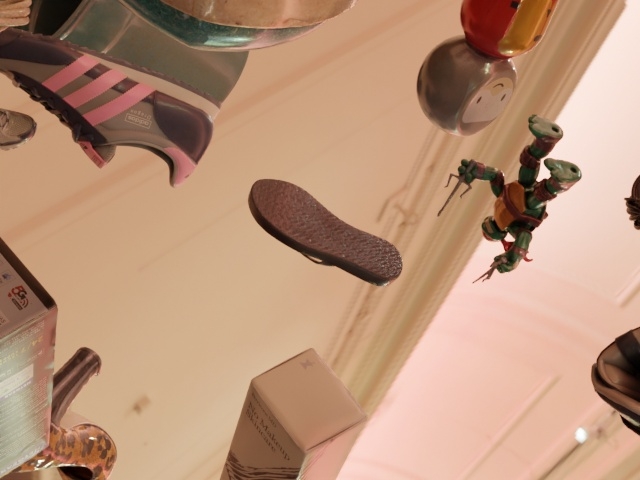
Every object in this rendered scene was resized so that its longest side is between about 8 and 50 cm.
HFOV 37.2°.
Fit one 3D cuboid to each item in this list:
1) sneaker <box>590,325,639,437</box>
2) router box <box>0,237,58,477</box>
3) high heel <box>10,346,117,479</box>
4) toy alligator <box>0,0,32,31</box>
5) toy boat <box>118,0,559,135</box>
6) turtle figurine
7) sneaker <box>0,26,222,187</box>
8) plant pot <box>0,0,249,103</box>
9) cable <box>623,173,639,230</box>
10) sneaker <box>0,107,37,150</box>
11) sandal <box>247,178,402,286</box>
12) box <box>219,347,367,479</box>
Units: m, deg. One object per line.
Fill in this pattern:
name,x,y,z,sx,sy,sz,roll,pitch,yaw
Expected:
sneaker,0.287,0.107,0.770,0.163,0.226,0.086,42,-70,-16
router box,-0.346,0.032,0.803,0.309,0.081,0.243,45,-36,17
high heel,-0.333,0.275,1.150,0.093,0.186,0.261,18,-54,16
toy alligator,-0.182,-0.035,0.319,0.056,0.189,0.051,29,-45,51
toy boat,-0.006,-0.168,0.583,0.318,0.267,0.148,17,-52,-12
turtle figurine,0.264,-0.054,1.325,0.175,0.118,0.234,59,-40,24
sneaker,-0.286,-0.162,1.151,0.319,0.131,0.112,18,-2,-12
plant pot,-0.313,-0.363,1.550,0.341,0.341,0.334,17,-9,43
cable,0.493,-0.069,1.317,0.047,0.151,0.184,34,-24,-16
sneaker,-0.416,-0.146,1.157,0.058,0.135,0.052,123,-30,-69
sandal,0.000,0.001,1.375,0.254,0.097,0.054,31,-43,-15
box,-0.042,0.258,1.129,0.113,0.094,0.275,48,-36,27
